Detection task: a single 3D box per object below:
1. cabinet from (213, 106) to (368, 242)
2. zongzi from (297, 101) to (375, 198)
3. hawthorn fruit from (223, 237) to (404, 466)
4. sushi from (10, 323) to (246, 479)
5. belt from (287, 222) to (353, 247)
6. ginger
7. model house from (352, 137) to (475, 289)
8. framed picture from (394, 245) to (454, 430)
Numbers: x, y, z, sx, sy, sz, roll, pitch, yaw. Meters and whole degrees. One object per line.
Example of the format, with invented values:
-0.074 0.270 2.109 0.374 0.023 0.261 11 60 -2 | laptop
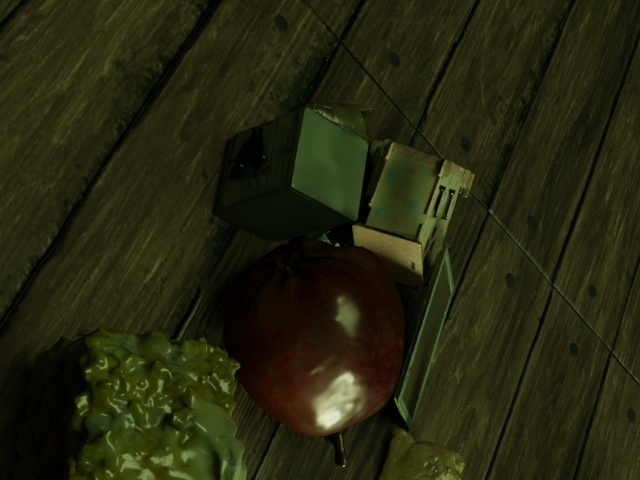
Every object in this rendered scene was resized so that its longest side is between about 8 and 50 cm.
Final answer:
-0.054 -0.104 1.912 0.150 0.206 0.145 26 63 -37 | cabinet
0.028 -0.163 2.106 0.160 0.078 0.176 -2 89 -38 | zongzi
0.000 0.154 1.846 0.325 0.308 0.308 51 49 -35 | hawthorn fruit
-0.258 0.306 1.490 0.240 0.351 0.396 14 69 -24 | sushi
0.000 0.000 2.011 0.058 0.105 0.140 52 59 -22 | belt
0.181 0.447 2.070 0.115 0.122 0.193 47 54 -51 | ginger
0.150 -0.043 2.085 0.326 0.169 0.244 3 102 -75 | model house
0.187 0.180 2.092 0.232 0.019 0.296 67 40 -66 | framed picture
